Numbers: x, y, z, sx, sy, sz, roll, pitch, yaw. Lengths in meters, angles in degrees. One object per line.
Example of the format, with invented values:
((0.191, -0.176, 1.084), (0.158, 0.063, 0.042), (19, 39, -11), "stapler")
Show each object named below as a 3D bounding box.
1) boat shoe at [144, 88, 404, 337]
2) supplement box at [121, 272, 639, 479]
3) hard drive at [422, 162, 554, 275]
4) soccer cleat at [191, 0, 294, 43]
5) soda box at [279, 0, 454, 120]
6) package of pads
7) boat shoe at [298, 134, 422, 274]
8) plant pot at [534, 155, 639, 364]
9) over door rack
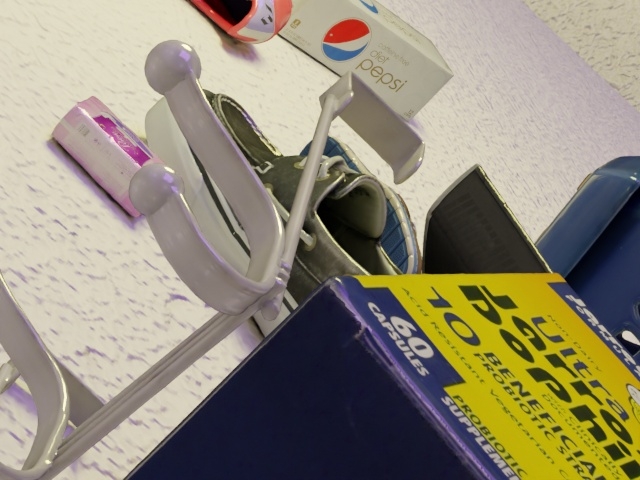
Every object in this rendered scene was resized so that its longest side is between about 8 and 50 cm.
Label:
((0.000, 0.000, 1.285), (0.121, 0.119, 0.335), (20, 30, -55), "boat shoe")
((0.066, 0.149, 0.955), (0.194, 0.195, 0.356), (50, 17, 15), "supplement box")
((0.122, 0.092, 1.262), (0.255, 0.054, 0.172), (82, -16, -47), "hard drive")
((-0.122, -0.281, 1.747), (0.248, 0.083, 0.095), (50, 22, 8), "soccer cleat")
((0.038, -0.210, 1.962), (0.216, 0.074, 0.069), (30, 23, -42), "soda box")
((-0.135, -0.055, 1.247), (0.083, 0.032, 0.050), (45, 15, -1), "package of pads")
((0.045, -0.017, 1.530), (0.066, 0.066, 0.183), (32, 21, -42), "boat shoe")
((0.270, 0.062, 1.612), (0.212, 0.236, 0.236), (40, 15, 7), "plant pot")
((-0.100, 0.025, 0.785), (0.108, 0.239, 0.324), (50, 17, -1), "over door rack")
